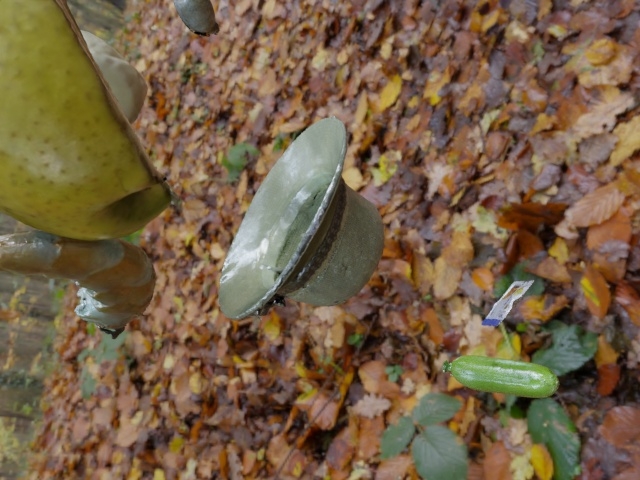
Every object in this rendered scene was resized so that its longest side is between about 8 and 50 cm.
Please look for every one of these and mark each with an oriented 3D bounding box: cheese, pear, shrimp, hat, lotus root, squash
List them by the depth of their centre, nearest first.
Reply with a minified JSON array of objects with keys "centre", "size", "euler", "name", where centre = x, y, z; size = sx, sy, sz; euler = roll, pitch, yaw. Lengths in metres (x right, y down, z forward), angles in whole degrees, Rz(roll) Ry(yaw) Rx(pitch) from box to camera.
[{"centre":[-0.310,-0.167,0.567],"size":[0.387,0.191,0.340],"euler":[59,169,9],"name":"pear"},{"centre":[-0.296,0.045,0.682],"size":[0.185,0.287,0.068],"euler":[-31,63,30],"name":"shrimp"},{"centre":[0.000,0.000,0.685],"size":[0.257,0.130,0.257],"euler":[-48,23,29],"name":"hat"},{"centre":[-0.417,-0.276,1.038],"size":[0.247,0.174,0.251],"euler":[-19,44,26],"name":"cheese"},{"centre":[-0.288,-0.534,1.392],"size":[0.165,0.088,0.088],"euler":[62,-154,-63],"name":"lotus root"},{"centre":[0.482,0.374,1.655],"size":[0.378,0.101,0.102],"euler":[-3,76,55],"name":"squash"}]

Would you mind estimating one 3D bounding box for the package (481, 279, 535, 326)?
[{"centre":[0.541,0.181,1.727],"size":[0.173,0.027,0.171],"euler":[-48,-3,-6],"name":"package"}]
